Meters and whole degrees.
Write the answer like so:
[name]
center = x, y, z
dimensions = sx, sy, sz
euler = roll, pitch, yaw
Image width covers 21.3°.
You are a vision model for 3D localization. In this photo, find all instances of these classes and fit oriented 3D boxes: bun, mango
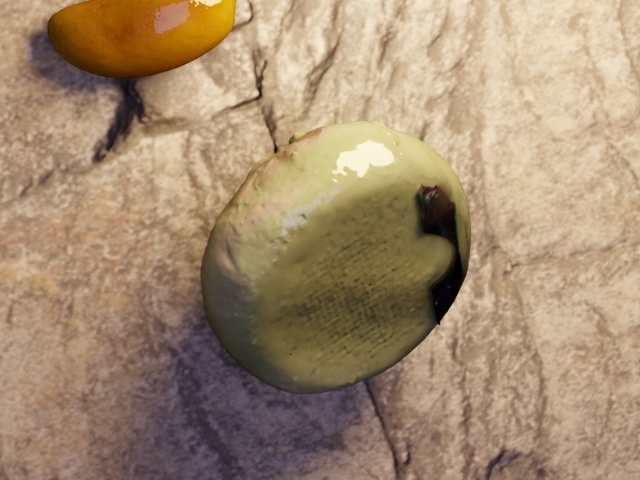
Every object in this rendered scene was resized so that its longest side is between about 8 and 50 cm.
[bun]
center = 0.000, 0.000, 1.690
dimensions = 0.293, 0.187, 0.293
euler = -15, 128, -21
[mango]
center = -0.169, -0.210, 1.643
dimensions = 0.184, 0.085, 0.102
euler = -19, 106, -6
